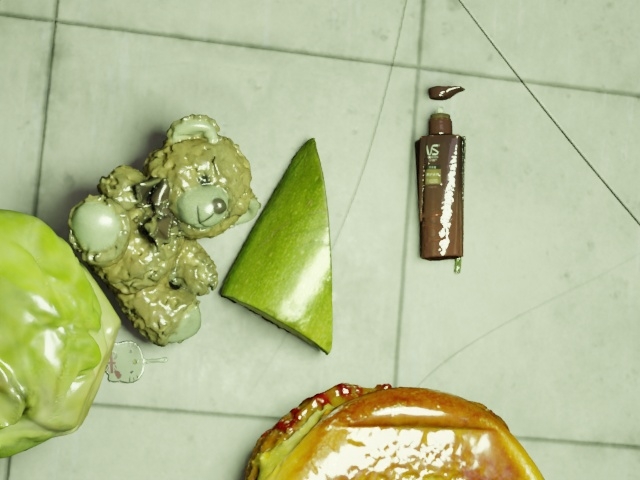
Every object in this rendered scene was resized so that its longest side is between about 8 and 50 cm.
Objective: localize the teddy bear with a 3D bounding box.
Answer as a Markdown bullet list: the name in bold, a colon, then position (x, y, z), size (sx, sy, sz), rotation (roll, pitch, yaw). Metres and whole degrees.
- **teddy bear**: position (-0.189, -0.029, 1.796), size (0.256, 0.156, 0.267), rotation (-40, 132, -12)

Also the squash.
- **squash**: position (0.000, 0.000, 1.860), size (0.169, 0.093, 0.252), rotation (30, 80, -5)

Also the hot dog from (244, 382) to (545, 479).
- **hot dog**: position (0.098, 0.295, 1.802), size (0.405, 0.185, 0.223), rotation (4, 85, -11)

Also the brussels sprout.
- **brussels sprout**: position (-0.408, 0.098, 1.694), size (0.328, 0.247, 0.328), rotation (2, 103, 8)

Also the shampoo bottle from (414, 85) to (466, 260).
- **shampoo bottle**: position (0.166, -0.092, 1.915), size (0.068, 0.067, 0.236), rotation (-1, 85, -2)

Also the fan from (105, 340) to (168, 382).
- **fan**: position (-0.241, 0.158, 1.841), size (0.083, 0.004, 0.056), rotation (-4, 84, -11)

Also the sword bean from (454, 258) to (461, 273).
- **sword bean**: position (0.190, 0.005, 1.939), size (0.012, 0.012, 0.083), rotation (1, 83, -11)
